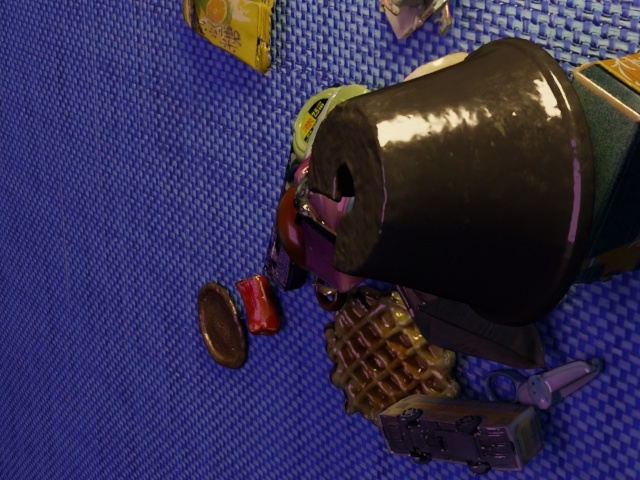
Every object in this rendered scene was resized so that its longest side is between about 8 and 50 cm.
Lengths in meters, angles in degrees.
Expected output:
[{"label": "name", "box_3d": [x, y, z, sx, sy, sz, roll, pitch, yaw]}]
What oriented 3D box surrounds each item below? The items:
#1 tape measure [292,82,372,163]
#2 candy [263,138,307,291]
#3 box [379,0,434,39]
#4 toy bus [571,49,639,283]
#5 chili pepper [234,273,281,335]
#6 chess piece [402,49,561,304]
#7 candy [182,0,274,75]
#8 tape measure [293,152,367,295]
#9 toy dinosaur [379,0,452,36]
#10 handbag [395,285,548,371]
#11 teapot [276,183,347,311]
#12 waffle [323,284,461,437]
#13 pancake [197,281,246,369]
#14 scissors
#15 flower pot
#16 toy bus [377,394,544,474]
[{"label": "tape measure", "box_3d": [0.023, -0.183, 1.991, 0.177, 0.087, 0.154, -58, 40, 5]}, {"label": "candy", "box_3d": [-0.037, -0.052, 2.181, 0.088, 0.061, 0.312, 47, 135, 37]}, {"label": "box", "box_3d": [0.151, -0.390, 1.828, 0.167, 0.024, 0.090, -39, 71, 53]}, {"label": "toy bus", "box_3d": [0.367, -0.086, 1.508, 0.138, 0.167, 0.275, 45, 136, 36]}, {"label": "chili pepper", "box_3d": [-0.121, 0.131, 2.360, 0.070, 0.073, 0.123, 25, -131, -80]}, {"label": "chess piece", "box_3d": [0.248, -0.077, 1.736, 0.117, 0.117, 0.397, -39, 72, 53]}, {"label": "candy", "box_3d": [-0.179, -0.442, 2.224, 0.297, 0.081, 0.187, 37, 131, 42]}, {"label": "tape measure", "box_3d": [0.060, -0.065, 1.879, 0.149, 0.245, 0.231, 31, 142, 45]}, {"label": "toy dinosaur", "box_3d": [0.158, -0.391, 1.748, 0.242, 0.053, 0.167, -41, 64, 60]}, {"label": "handbag", "box_3d": [0.206, 0.093, 1.731, 0.117, 0.270, 0.182, -53, 36, 17]}, {"label": "teapot", "box_3d": [0.000, 0.000, 2.036, 0.135, 0.178, 0.252, -25, 70, 56]}, {"label": "waffle", "box_3d": [0.126, 0.213, 2.039, 0.317, 0.073, 0.297, 17, 121, 43]}, {"label": "pancake", "box_3d": [-0.214, 0.185, 2.548, 0.199, 0.021, 0.199, 26, 123, 49]}, {"label": "scissors", "box_3d": [0.334, 0.224, 1.782, 0.256, 0.030, 0.125, -44, 67, 54]}, {"label": "flower pot", "box_3d": [0.143, -0.078, 1.503, 0.379, 0.251, 0.379, 179, 90, -67]}, {"label": "toy bus", "box_3d": [0.215, 0.295, 1.849, 0.268, 0.106, 0.092, -3, 111, 48]}]
